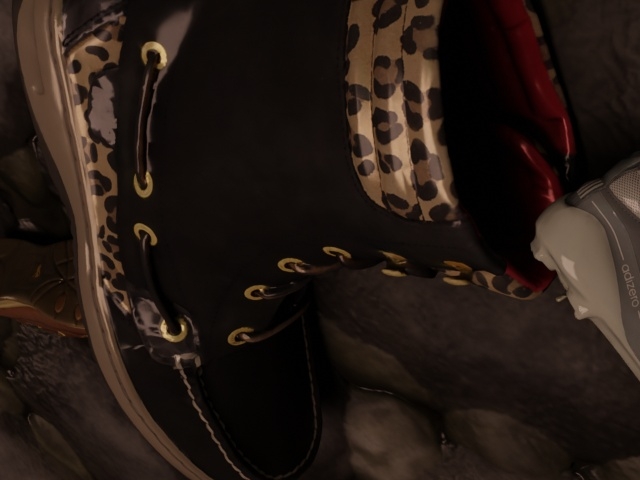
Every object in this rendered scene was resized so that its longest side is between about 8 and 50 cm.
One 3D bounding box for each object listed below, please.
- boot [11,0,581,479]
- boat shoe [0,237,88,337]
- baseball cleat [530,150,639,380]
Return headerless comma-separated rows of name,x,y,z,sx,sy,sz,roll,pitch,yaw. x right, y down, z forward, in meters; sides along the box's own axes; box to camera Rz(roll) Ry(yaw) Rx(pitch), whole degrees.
boot,0.000,0.000,0.840,0.284,0.138,0.377,4,119,37
boat shoe,-0.176,0.038,1.068,0.178,0.064,0.060,7,157,37
baseball cleat,0.195,0.041,0.756,0.109,0.072,0.206,-35,122,16
